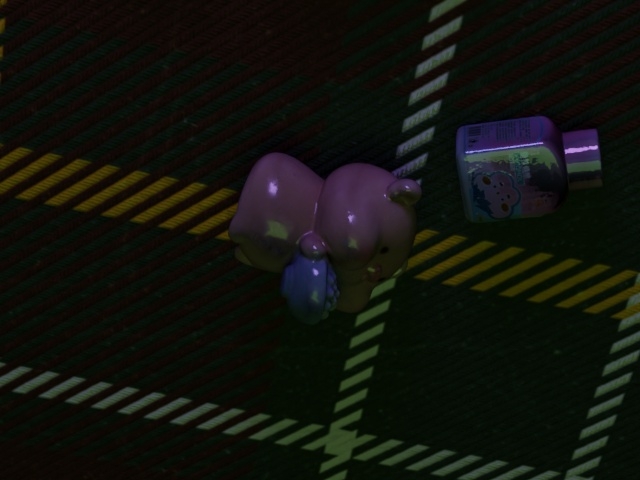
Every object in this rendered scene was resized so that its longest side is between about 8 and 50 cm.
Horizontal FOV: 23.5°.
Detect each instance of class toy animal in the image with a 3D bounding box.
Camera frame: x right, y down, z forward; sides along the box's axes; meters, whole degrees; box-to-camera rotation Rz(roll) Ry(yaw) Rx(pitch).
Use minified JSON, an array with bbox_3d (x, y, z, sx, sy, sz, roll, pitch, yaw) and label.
[{"bbox_3d":[0.001,-0.018,2.087,0.221,0.229,0.210,44,159,23],"label":"toy animal"}]

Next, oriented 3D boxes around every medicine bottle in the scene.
[{"bbox_3d":[0.280,-0.098,2.052,0.188,0.094,0.119,-7,120,10],"label":"medicine bottle"}]
